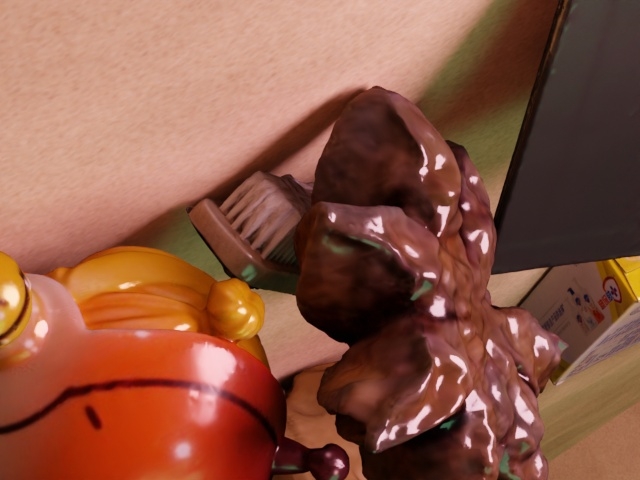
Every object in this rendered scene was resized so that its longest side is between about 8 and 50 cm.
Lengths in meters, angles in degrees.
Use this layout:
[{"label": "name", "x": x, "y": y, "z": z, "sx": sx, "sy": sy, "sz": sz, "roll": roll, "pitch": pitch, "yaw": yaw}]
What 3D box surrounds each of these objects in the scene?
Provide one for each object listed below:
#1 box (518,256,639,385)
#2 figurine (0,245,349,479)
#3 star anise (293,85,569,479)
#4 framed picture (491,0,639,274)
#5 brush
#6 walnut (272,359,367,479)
[{"label": "box", "x": 0.335, "y": 0.046, "z": 1.835, "sx": 0.168, "sy": 0.097, "sz": 0.265, "roll": -24, "pitch": 163, "yaw": -21}, {"label": "figurine", "x": -0.161, "y": 0.120, "z": 1.009, "sx": 0.323, "sy": 0.196, "sz": 0.320, "roll": -19, "pitch": 152, "yaw": -13}, {"label": "star anise", "x": 0.073, "y": 0.053, "z": 1.059, "sx": 0.108, "sy": 0.315, "sz": 0.315, "roll": -18, "pitch": 171, "yaw": 29}, {"label": "framed picture", "x": 0.254, "y": -0.101, "z": 1.084, "sx": 0.255, "sy": 0.014, "sz": 0.338, "roll": -7, "pitch": 141, "yaw": -14}, {"label": "brush", "x": 0.000, "y": 0.000, "z": 1.177, "sx": 0.065, "sy": 0.070, "sz": 0.327, "roll": -43, "pitch": 164, "yaw": 9}, {"label": "walnut", "x": 0.062, "y": 0.294, "z": 1.628, "sx": 0.384, "sy": 0.383, "sz": 0.383, "roll": -27, "pitch": 164, "yaw": -8}]
